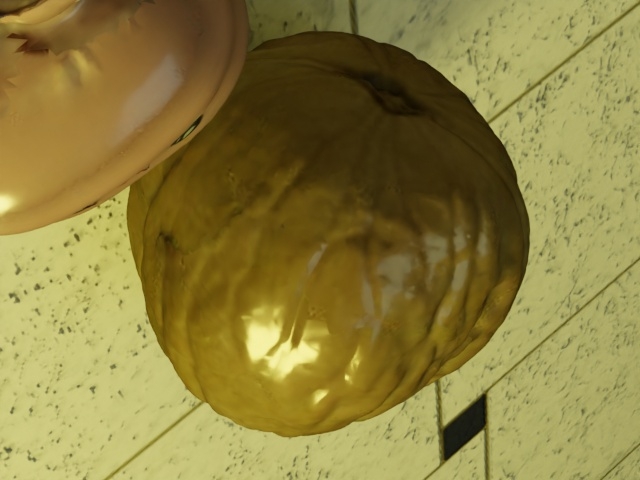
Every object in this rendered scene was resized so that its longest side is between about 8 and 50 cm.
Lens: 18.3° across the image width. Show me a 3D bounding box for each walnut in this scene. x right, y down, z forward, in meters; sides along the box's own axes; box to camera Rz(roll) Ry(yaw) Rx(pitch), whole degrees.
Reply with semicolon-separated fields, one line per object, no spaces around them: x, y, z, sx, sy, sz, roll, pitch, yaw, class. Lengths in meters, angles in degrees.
0.000;0.000;1.084;0.228;0.228;0.228;-35;147;-27;walnut

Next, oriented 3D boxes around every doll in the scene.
-0.133;-0.113;0.831;0.284;0.216;0.268;-35;176;4;doll
